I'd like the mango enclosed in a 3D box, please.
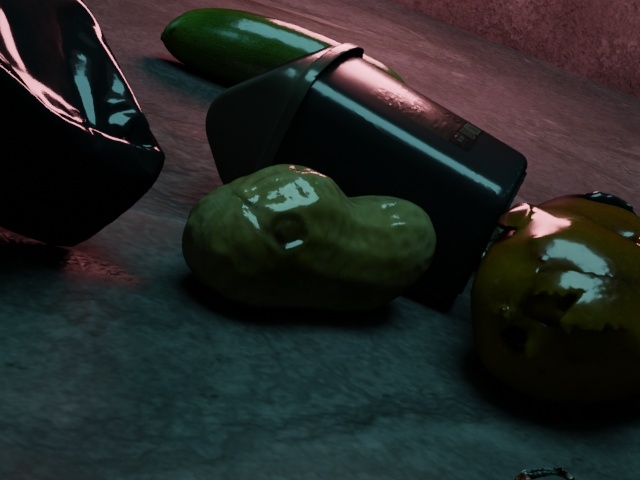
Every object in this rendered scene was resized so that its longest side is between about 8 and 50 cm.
[{"bbox_3d":[0.232,0.053,0.987,0.201,0.152,0.287,28,20,28],"label":"mango"}]

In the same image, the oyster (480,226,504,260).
[{"bbox_3d":[0.229,0.010,1.240,0.125,0.064,0.177,25,21,1],"label":"oyster"}]

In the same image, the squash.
[{"bbox_3d":[-0.028,-0.240,1.579,0.395,0.107,0.107,19,20,-6],"label":"squash"}]

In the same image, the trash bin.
[{"bbox_3d":[0.045,-0.077,1.120,0.290,0.182,0.209,29,22,7],"label":"trash bin"}]

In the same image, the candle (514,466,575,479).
[{"bbox_3d":[0.141,0.184,0.704,0.053,0.048,0.162,30,18,-12],"label":"candle"}]

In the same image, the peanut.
[{"bbox_3d":[0.000,0.000,0.947,0.236,0.120,0.110,1,-12,-31],"label":"peanut"}]

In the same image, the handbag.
[{"bbox_3d":[-0.290,-0.143,0.843,0.301,0.178,0.275,56,18,22],"label":"handbag"}]
